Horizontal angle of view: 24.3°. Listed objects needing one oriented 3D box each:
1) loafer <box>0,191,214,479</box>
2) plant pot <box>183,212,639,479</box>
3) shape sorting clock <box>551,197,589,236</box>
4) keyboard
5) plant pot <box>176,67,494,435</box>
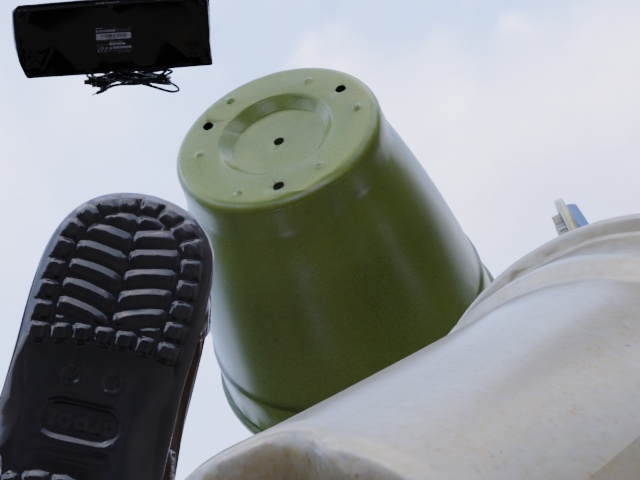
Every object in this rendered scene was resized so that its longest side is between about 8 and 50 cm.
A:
[{"bbox_3d":[-0.140,0.158,0.863,0.134,0.366,0.130,19,-18,9],"label":"loafer"},{"bbox_3d":[0.095,0.166,0.641,0.305,0.334,0.334,-10,-41,-51],"label":"plant pot"},{"bbox_3d":[0.227,0.063,1.175,0.040,0.206,0.206,-25,-48,4],"label":"shape sorting clock"},{"bbox_3d":[-0.204,-0.193,1.460,0.192,0.038,0.100,-4,-65,-9],"label":"keyboard"},{"bbox_3d":[0.000,0.000,1.739,0.366,0.366,0.353,-22,-49,0],"label":"plant pot"}]
